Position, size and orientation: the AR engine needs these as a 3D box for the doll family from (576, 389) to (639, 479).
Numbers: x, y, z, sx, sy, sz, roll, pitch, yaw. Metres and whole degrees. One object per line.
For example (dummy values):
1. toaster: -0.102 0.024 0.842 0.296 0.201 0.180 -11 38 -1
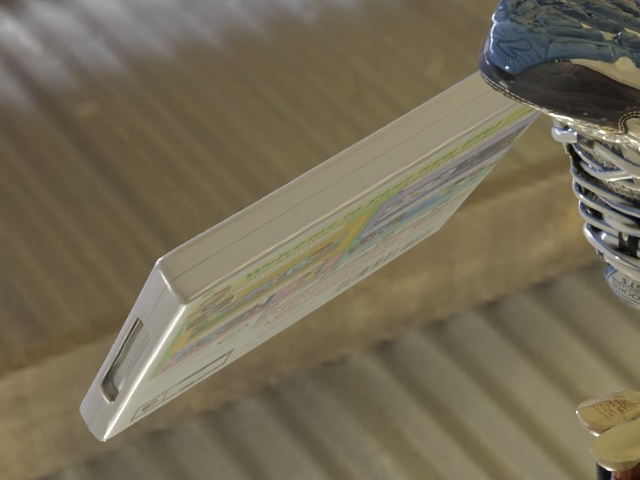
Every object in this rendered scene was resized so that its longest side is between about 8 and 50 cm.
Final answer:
1. doll family: 0.129 0.127 0.546 0.076 0.111 0.193 -9 -153 -5

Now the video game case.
1. video game case: 0.000 0.000 0.839 0.212 0.193 0.023 -31 -100 -25

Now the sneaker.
1. sneaker: 0.075 -0.009 0.381 0.135 0.058 0.052 18 -163 -44
